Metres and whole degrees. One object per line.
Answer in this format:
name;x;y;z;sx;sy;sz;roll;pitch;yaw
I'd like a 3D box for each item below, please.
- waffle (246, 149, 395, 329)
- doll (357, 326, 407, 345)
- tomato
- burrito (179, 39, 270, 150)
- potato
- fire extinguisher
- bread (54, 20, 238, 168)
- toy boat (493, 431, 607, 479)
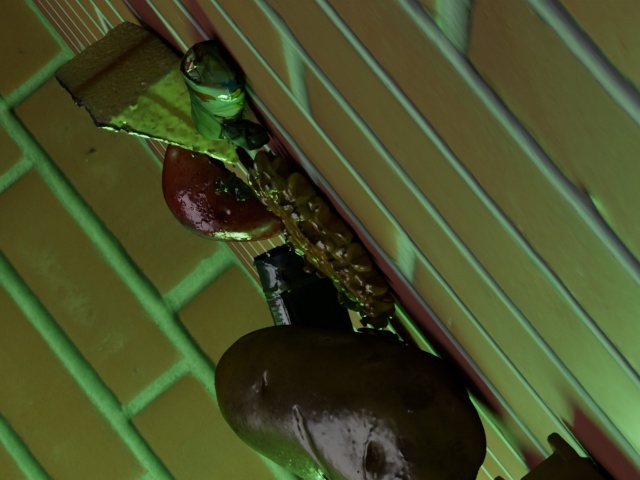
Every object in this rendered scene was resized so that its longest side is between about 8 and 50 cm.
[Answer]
waffle;0.000;0.000;2.024;0.231;0.051;0.228;51;172;8
doll;0.093;0.139;2.186;0.078;0.077;0.113;29;-133;-50
tomato;-0.137;-0.050;2.398;0.189;0.099;0.173;41;179;-10
burrito;-0.099;-0.138;1.945;0.104;0.054;0.288;50;173;5
potato;0.029;0.191;2.037;0.369;0.176;0.195;16;162;38
fire extinguisher;0.004;0.145;2.195;0.118;0.093;0.294;-78;-29;-83
bread;-0.211;-0.153;2.307;0.178;0.135;0.240;55;173;-30
toy boat;0.294;0.366;1.613;0.445;0.136;0.162;58;169;-16
